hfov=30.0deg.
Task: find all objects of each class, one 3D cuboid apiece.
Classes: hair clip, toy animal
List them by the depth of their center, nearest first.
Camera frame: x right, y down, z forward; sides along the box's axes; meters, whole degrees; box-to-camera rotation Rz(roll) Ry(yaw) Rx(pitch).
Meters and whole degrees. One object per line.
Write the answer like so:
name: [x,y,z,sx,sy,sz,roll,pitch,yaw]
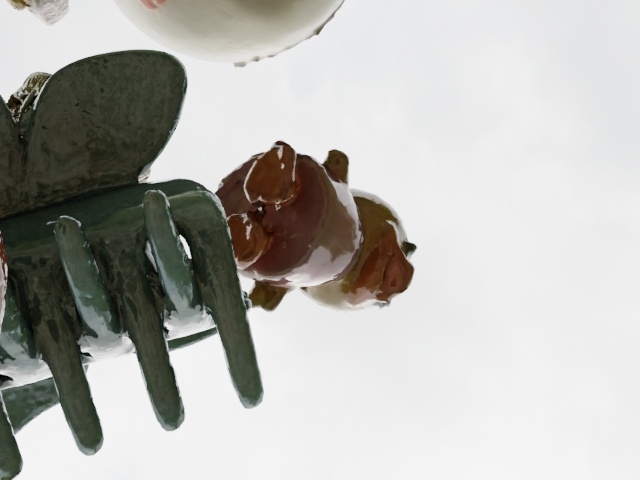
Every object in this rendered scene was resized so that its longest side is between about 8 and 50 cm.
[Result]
hair clip: [-0.215,0.037,0.907,0.318,0.238,0.392,-14,-66,-6]
toy animal: [-0.001,-0.001,1.317,0.169,0.281,0.195,34,-83,49]

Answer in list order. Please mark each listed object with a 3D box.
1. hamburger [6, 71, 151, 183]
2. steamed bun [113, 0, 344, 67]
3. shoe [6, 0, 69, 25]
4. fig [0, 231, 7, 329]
hamburger: [-0.268,-0.083,1.215,0.177,0.185,0.113,27,-113,25]
steamed bun: [-0.134,-0.402,1.448,0.375,0.241,0.374,2,-87,33]
shoe: [-0.334,-0.296,1.399,0.072,0.109,0.069,-45,-103,2]
fig: [-0.181,0.033,0.544,0.153,0.119,0.119,40,-114,-34]
